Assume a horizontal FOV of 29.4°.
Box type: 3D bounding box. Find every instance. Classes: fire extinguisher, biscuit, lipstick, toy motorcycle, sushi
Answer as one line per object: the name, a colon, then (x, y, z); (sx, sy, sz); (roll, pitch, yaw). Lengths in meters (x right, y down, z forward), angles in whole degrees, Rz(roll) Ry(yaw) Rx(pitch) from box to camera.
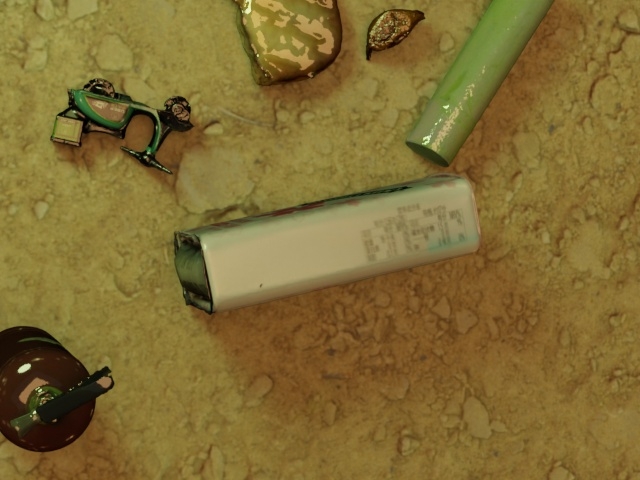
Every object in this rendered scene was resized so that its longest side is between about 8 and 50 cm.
fire extinguisher: (-0.317, 0.165, 1.393); (0.135, 0.337, 0.114); (-33, 102, -14)
biscuit: (-0.078, -0.347, 1.598); (0.154, 0.045, 0.299); (-31, 99, -12)
lipstick: (0.225, -0.242, 1.673); (0.076, 0.076, 0.304); (34, 82, -14)
toy motorcycle: (-0.248, -0.149, 1.550); (0.173, 0.058, 0.100); (13, 95, -15)
sushi: (0.096, -0.286, 1.651); (0.099, 0.047, 0.050); (-28, 87, 4)

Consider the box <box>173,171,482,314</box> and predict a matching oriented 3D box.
box: (0.000, 0.000, 1.558); (0.369, 0.190, 0.112); (-12, 94, -17)
